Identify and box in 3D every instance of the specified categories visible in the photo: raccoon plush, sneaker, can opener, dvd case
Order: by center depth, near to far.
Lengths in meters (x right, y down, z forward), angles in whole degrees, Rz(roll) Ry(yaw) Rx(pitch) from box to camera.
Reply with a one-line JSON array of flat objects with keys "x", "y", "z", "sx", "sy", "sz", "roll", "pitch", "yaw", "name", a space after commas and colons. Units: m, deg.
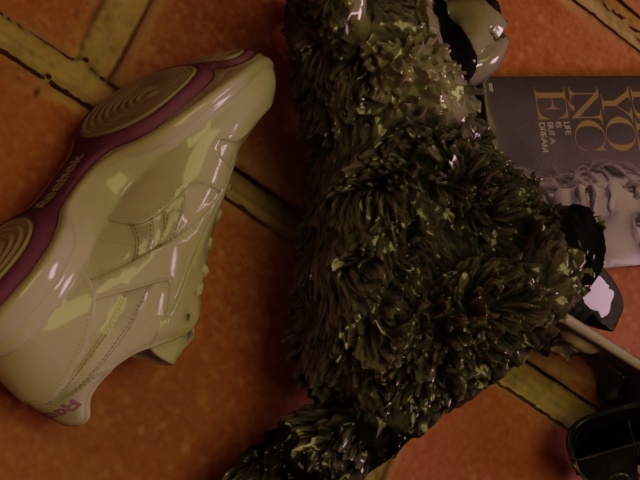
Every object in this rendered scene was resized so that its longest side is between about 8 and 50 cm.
[{"x": -0.125, "y": -0.006, "z": 1.313, "sx": 0.305, "sy": 0.114, "sz": 0.152, "roll": -50, "pitch": 121, "yaw": -23, "name": "sneaker"}, {"x": 0.000, "y": 0.000, "z": 1.332, "sx": 0.299, "sy": 0.216, "sz": 0.446, "roll": 48, "pitch": 61, "yaw": -8, "name": "raccoon plush"}, {"x": 0.277, "y": 0.098, "z": 1.554, "sx": 0.283, "sy": 0.076, "sz": 0.095, "roll": 30, "pitch": 77, "yaw": -26, "name": "can opener"}, {"x": 0.229, "y": -0.057, "z": 1.587, "sx": 0.221, "sy": 0.018, "sz": 0.164, "roll": -3, "pitch": 84, "yaw": -33, "name": "dvd case"}]

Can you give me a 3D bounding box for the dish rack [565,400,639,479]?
[{"x": 0.318, "y": 0.237, "z": 1.439, "sx": 0.074, "sy": 0.208, "sz": 0.271, "roll": 67, "pitch": 9, "yaw": -48, "name": "dish rack"}]
